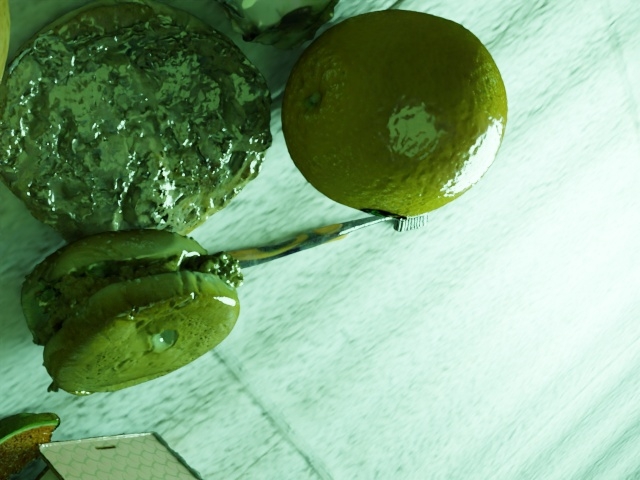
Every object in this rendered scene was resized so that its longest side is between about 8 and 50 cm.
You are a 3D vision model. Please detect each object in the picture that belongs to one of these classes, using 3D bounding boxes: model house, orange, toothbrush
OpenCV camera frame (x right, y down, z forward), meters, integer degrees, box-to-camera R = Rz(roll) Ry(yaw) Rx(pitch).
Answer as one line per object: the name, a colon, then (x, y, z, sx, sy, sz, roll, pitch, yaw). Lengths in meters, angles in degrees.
model house: (-0.245, 0.327, 0.992, 0.244, 0.169, 0.326, -47, 136, -12)
orange: (0.077, -0.130, 0.923, 0.236, 0.236, 0.236, -15, 121, -26)
toothbrush: (0.000, -0.003, 1.063, 0.321, 0.023, 0.031, -12, 116, -28)

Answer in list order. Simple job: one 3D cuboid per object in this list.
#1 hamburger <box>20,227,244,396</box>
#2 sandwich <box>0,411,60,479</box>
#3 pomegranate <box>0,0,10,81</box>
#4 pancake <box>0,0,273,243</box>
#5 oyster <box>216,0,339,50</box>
hamburger: (-0.184, 0.066, 0.897, 0.215, 0.122, 0.189, -14, 149, -21)
sandwich: (-0.340, 0.230, 0.957, 0.135, 0.029, 0.067, -46, 135, -6)
pomegranate: (-0.394, -0.115, 0.519, 0.417, 0.417, 0.416, -15, 121, -26)
pancake: (-0.178, -0.107, 0.876, 0.283, 0.049, 0.282, -14, 120, -26)
oyster: (-0.048, -0.331, 0.811, 0.238, 0.115, 0.351, -31, 132, -27)
